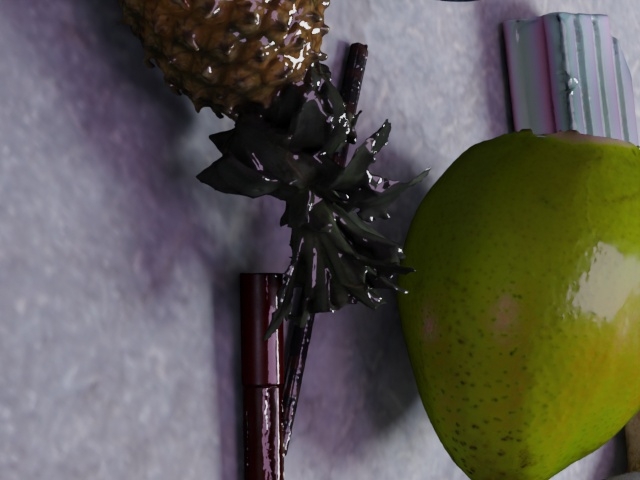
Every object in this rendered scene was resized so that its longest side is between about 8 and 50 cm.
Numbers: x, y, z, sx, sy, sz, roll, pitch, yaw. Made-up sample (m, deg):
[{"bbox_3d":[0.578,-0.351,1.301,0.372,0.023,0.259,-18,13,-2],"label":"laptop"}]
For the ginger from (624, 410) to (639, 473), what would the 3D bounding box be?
[{"bbox_3d":[0.269,0.198,1.237,0.115,0.081,0.205,37,59,-28],"label":"ginger"}]

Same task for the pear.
[{"bbox_3d":[0.137,0.047,1.021,0.187,0.187,0.220,11,80,-50],"label":"pear"}]

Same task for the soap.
[{"bbox_3d":[0.185,-0.089,1.187,0.100,0.056,0.149,-9,92,-49],"label":"soap"}]

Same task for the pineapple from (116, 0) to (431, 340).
[{"bbox_3d":[-0.021,-0.071,0.875,0.125,0.125,0.251,-37,111,-46],"label":"pineapple"}]

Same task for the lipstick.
[{"bbox_3d":[-0.033,0.106,0.928,0.027,0.027,0.176,3,85,-50],"label":"lipstick"}]

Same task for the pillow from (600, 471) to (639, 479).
[{"bbox_3d":[0.202,0.287,1.123,0.169,0.059,0.255,-22,108,-22],"label":"pillow"}]

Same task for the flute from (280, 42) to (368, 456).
[{"bbox_3d":[0.000,0.000,0.986,0.014,0.014,0.269,31,63,-45],"label":"flute"}]
